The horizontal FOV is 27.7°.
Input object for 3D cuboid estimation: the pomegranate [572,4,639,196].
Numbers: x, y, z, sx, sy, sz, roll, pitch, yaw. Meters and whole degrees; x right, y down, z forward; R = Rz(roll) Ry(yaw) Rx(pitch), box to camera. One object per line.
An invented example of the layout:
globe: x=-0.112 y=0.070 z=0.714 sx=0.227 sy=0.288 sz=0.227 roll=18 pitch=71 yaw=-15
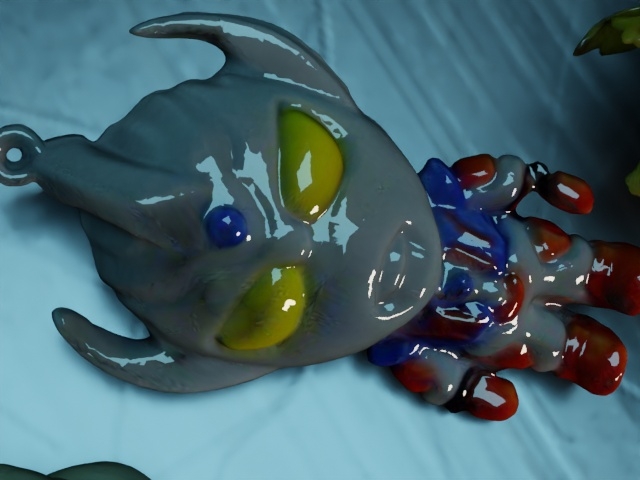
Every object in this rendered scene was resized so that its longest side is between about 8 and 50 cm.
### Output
pomegranate: x=0.201 y=-0.049 z=0.345 sx=0.257 sy=0.221 sz=0.220 roll=-8 pitch=79 yaw=5

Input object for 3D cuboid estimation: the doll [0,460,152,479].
doll: x=-0.156 y=0.104 z=0.299 sx=0.275 sy=0.113 sz=0.154 roll=-3 pitch=81 yaw=-10

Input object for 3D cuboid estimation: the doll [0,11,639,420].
doll: x=0.000 y=0.001 z=0.374 sx=0.195 sy=0.062 sz=0.104 roll=16 pitch=119 yaw=-11
